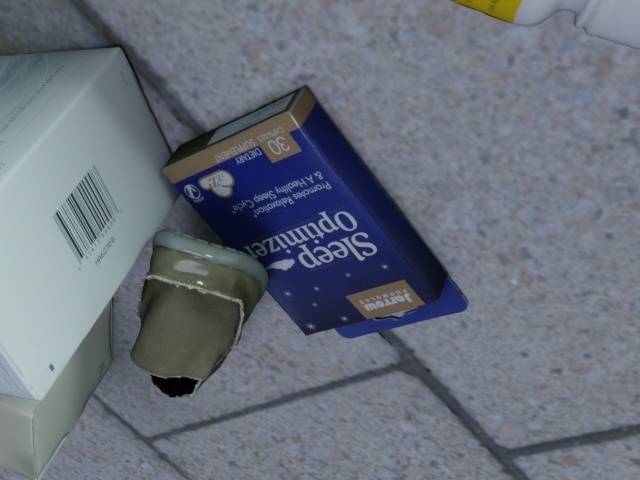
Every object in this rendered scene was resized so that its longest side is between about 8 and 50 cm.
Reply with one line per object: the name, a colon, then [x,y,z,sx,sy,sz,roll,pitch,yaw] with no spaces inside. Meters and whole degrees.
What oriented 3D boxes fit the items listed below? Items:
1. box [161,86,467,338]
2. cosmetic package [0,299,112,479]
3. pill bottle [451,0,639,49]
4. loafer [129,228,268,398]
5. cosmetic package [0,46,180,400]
box: [0.000,0.000,0.731,0.136,0.037,0.225,-19,122,39]
cosmetic package: [-0.363,0.085,0.912,0.296,0.153,0.129,21,139,4]
pill bottle: [0.075,-0.174,0.457,0.208,0.119,0.119,23,138,5]
loafer: [-0.100,0.070,0.765,0.094,0.088,0.251,17,156,1]
cosmetic package: [-0.261,-0.021,0.698,0.224,0.224,0.138,1,132,26]
